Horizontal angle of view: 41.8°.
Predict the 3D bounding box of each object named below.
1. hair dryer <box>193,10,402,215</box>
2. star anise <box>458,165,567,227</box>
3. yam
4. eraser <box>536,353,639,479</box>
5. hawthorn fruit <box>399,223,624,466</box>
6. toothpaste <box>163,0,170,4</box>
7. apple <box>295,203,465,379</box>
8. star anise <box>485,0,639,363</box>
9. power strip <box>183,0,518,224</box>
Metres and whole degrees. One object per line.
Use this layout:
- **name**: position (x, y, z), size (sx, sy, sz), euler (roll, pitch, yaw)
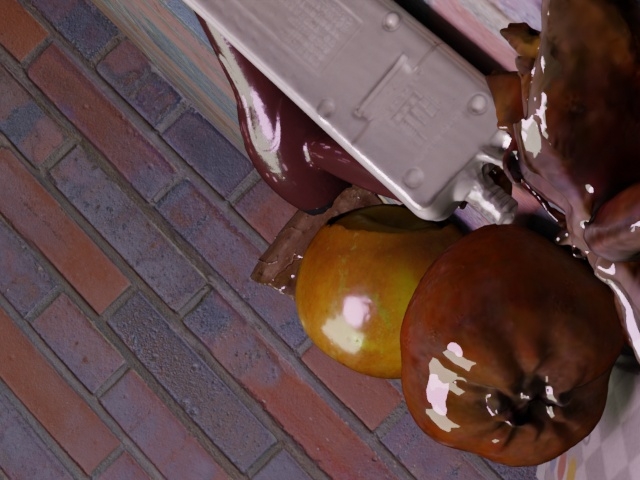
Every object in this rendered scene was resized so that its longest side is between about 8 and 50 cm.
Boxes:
- **hair dryer**: position (0.016, -0.129, 0.934), size (0.340, 0.123, 0.312), euler (27, 153, 46)
- **star anise**: position (0.116, -0.055, 0.665), size (0.191, 0.070, 0.097), euler (42, -157, 29)
- **yam**: position (-0.002, -0.001, 1.378), size (0.128, 0.238, 0.129), euler (37, 180, 24)
- **eraser**: position (0.291, 0.216, 0.813), size (0.082, 0.213, 0.397), euler (13, 178, 6)
- **hawthorn fruit**: position (0.162, 0.073, 0.751), size (0.199, 0.199, 0.251), euler (47, -159, -19)
- **toothpaste**: position (-0.224, -0.376, 1.103), size (0.034, 0.046, 0.164), euler (48, 178, 21)
- **apple**: position (0.086, 0.050, 1.034), size (0.237, 0.207, 0.237), euler (16, -158, -7)
- **star anise**: position (0.156, -0.016, 0.408), size (0.288, 0.088, 0.288), euler (55, -174, -8)
- **power strip**: position (0.014, -0.132, 0.583), size (0.338, 0.098, 0.058), euler (45, -168, 17)
